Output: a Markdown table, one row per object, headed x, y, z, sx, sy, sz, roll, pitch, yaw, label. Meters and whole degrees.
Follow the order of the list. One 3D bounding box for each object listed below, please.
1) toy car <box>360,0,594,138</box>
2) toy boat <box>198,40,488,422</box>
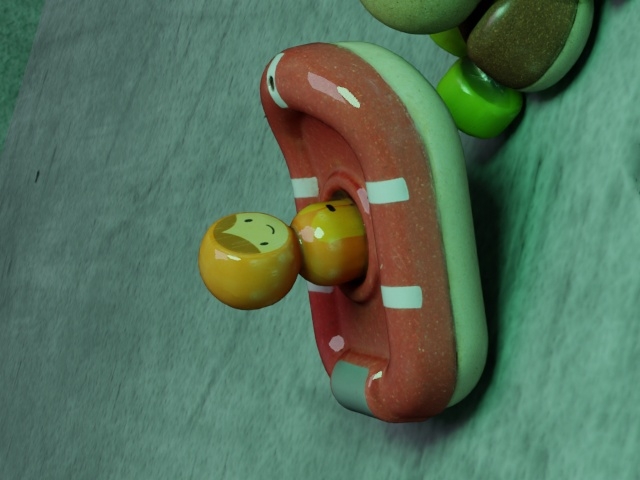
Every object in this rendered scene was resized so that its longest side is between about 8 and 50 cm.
| x | y | z | sx | sy | sz | roll | pitch | yaw | label |
| --- | --- | --- | --- | --- | --- | --- | --- | --- | --- |
| 0.066 | -0.174 | 0.936 | 0.155 | 0.188 | 0.149 | -52 | 31 | 39 | toy car |
| 0.000 | 0.000 | 0.933 | 0.151 | 0.151 | 0.231 | -176 | 76 | -66 | toy boat |
